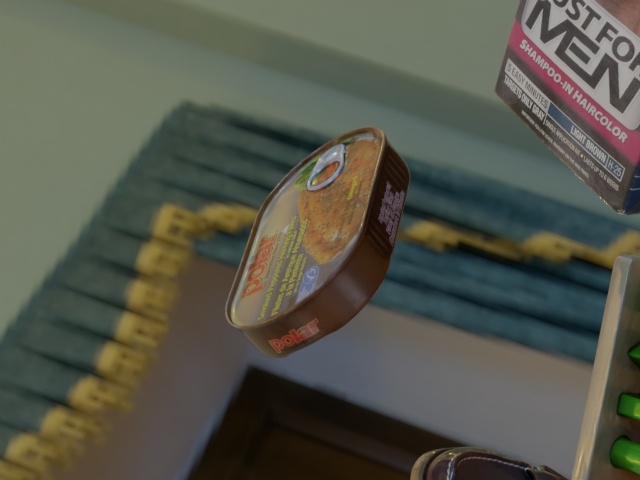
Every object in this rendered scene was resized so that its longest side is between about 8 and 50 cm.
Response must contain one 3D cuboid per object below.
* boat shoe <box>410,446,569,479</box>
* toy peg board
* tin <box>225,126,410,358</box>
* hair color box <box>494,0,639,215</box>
[{"bbox_3d":[0.142,0.176,1.175,0.207,0.073,0.073,28,-120,-42],"label":"boat shoe"},{"bbox_3d":[0.265,0.101,1.272,0.160,0.079,0.161,7,-84,-40],"label":"toy peg board"},{"bbox_3d":[0.000,0.000,1.160,0.040,0.106,0.190,53,-150,-24],"label":"tin"},{"bbox_3d":[0.243,-0.209,1.301,0.105,0.174,0.347,-10,-50,-30],"label":"hair color box"}]
